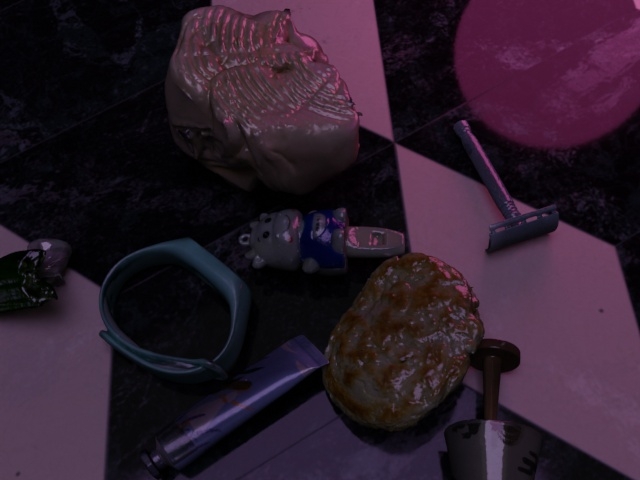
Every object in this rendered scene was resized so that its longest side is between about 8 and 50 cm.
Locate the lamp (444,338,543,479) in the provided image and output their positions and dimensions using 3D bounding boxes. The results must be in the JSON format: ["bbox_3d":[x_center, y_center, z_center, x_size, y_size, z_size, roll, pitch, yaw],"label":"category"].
[{"bbox_3d":[0.217,0.232,0.934,0.121,0.121,0.214,6,54,8],"label":"lamp"}]

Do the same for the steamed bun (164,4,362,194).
[{"bbox_3d":[-0.093,-0.193,1.132,0.275,0.206,0.320,-20,62,-22],"label":"steamed bun"}]

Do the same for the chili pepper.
[{"bbox_3d":[-0.472,0.061,1.089,0.224,0.061,0.098,0,91,21],"label":"chili pepper"}]

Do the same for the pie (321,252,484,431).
[{"bbox_3d":[0.117,0.140,0.990,0.201,0.090,0.248,25,72,38],"label":"pie"}]

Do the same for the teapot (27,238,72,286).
[{"bbox_3d":[-0.417,0.037,1.126,0.083,0.064,0.064,-17,66,33],"label":"teapot"}]

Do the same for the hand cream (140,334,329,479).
[{"bbox_3d":[-0.117,0.220,1.001,0.271,0.058,0.091,-34,28,-12],"label":"hand cream"}]

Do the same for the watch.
[{"bbox_3d":[-0.204,0.101,1.064,0.237,0.068,0.195,35,72,21],"label":"watch"}]

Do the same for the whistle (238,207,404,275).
[{"bbox_3d":[0.000,0.000,1.083,0.245,0.092,0.110,1,53,7],"label":"whistle"}]

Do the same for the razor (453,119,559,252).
[{"bbox_3d":[0.261,-0.094,1.135,0.106,0.068,0.232,-17,56,-5],"label":"razor"}]
